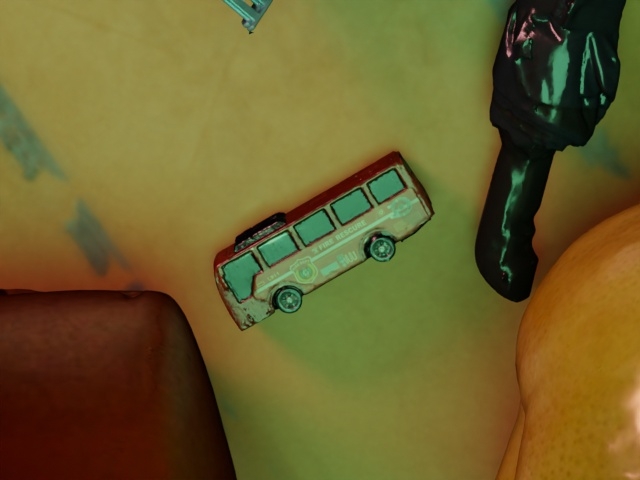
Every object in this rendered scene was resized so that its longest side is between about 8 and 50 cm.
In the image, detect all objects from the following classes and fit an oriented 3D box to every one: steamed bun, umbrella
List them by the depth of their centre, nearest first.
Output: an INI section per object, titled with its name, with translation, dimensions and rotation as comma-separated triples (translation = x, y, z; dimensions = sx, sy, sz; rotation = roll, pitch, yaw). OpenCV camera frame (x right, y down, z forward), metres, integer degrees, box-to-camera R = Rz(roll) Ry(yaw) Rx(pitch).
[steamed bun]
translation = -0.141, 0.216, 0.890
dimensions = 0.235, 0.248, 0.379
rotation = -4, 109, -5
[umbrella]
translation = 0.106, -0.090, 0.901
dimensions = 0.071, 0.071, 0.248
rotation = 14, 109, -7

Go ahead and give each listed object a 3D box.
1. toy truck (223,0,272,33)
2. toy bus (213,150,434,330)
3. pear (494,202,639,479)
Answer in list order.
[toy truck]
translation = -0.014, -0.137, 0.876
dimensions = 0.056, 0.073, 0.090
rotation = 38, 102, -13
[toy bus]
translation = 0.000, 0.000, 0.944
dimensions = 0.110, 0.031, 0.043
rotation = -30, 104, 6
[pear]
translation = 0.223, 0.118, 0.863
dimensions = 0.314, 0.314, 0.314
rotation = -1, 108, -2
